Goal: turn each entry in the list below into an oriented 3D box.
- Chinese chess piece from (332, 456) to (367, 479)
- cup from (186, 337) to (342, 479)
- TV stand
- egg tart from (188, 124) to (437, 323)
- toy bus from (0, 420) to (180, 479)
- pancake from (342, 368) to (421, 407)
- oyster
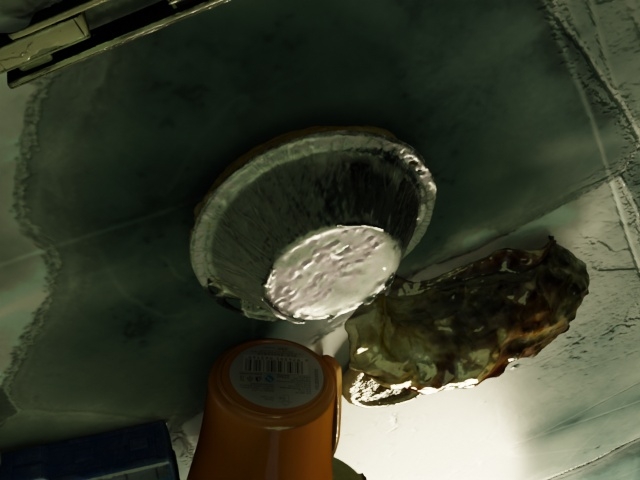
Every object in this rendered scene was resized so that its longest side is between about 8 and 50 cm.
[{"bbox_3d":[-0.019,0.355,1.054,0.189,0.188,0.083,-8,135,-13],"label":"Chinese chess piece"},{"bbox_3d":[-0.049,0.236,0.943,0.226,0.182,0.263,-33,141,-44],"label":"cup"},{"bbox_3d":[-0.160,-0.150,0.569,0.249,0.036,0.042,-22,141,2],"label":"TV stand"},{"bbox_3d":[0.000,0.000,0.753,0.234,0.094,0.234,-12,137,-12],"label":"egg tart"},{"bbox_3d":[-0.281,0.270,0.953,0.237,0.079,0.094,-9,122,-12],"label":"toy bus"},{"bbox_3d":[0.090,0.160,1.013,0.140,0.022,0.139,-12,139,-10],"label":"pancake"},{"bbox_3d":[0.178,0.096,0.923,0.271,0.100,0.275,-40,132,0],"label":"oyster"}]
